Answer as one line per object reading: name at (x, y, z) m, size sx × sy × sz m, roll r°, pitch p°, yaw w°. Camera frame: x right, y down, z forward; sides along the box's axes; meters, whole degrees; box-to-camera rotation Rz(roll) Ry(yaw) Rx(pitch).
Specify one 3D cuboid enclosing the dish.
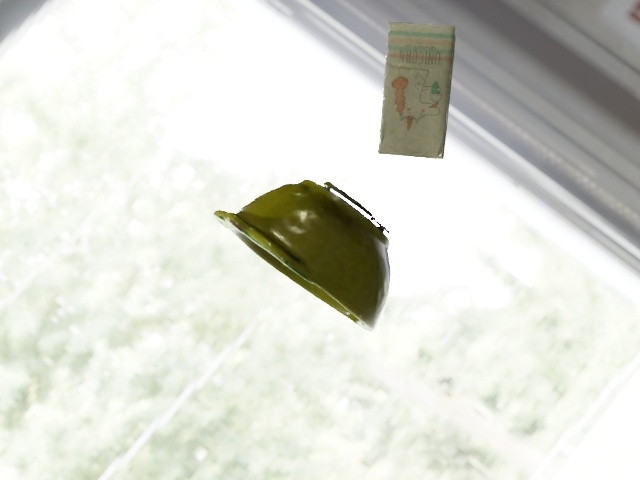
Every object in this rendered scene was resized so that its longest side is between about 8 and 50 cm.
dish at (0.000, 0.000, 1.235) m, size 0.080 × 0.149 × 0.208 m, roll -54°, pitch -39°, yaw -6°

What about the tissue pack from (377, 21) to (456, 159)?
tissue pack at (0.077, -0.120, 1.196) m, size 0.023 × 0.056 × 0.108 m, roll -17°, pitch -66°, yaw -79°
